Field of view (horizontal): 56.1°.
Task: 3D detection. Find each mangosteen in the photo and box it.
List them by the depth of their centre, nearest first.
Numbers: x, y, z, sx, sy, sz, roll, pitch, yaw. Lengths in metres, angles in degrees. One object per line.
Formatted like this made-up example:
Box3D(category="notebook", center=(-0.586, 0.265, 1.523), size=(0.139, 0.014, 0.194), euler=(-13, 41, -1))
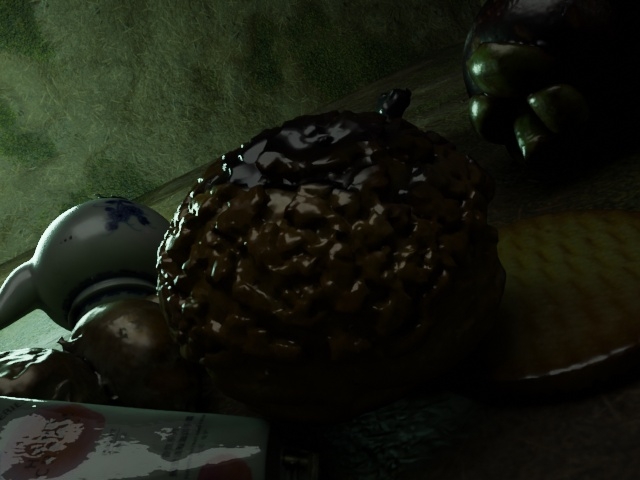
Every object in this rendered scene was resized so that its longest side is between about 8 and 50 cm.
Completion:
Box3D(category="mangosteen", center=(0.364, -0.260, 0.948), size=(0.307, 0.307, 0.347), euler=(1, 47, 52))

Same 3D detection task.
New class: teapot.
Box3D(category="teapot", center=(-0.340, 0.074, 1.005), size=(0.423, 0.252, 0.280), euler=(-7, 47, -22))

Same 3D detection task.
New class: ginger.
Box3D(category="ginger", center=(-0.266, 0.184, 0.697), size=(0.256, 0.176, 0.375), euler=(13, 35, 33))

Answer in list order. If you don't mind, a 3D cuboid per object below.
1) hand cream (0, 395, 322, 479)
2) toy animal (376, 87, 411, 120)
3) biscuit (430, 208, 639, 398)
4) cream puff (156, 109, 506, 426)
Box3D(category="hand cream", center=(-0.168, 0.189, 0.523), size=(0.340, 0.078, 0.124), euler=(3, 38, 1))
Box3D(category="toy animal", center=(0.100, -0.106, 1.018), size=(0.106, 0.168, 0.343), euler=(-11, 37, 39))
Box3D(category="biscuit", center=(0.229, 0.054, 0.627), size=(0.317, 0.040, 0.318), euler=(-22, 20, 8))
Box3D(category="cream puff", center=(0.000, 0.000, 0.578), size=(0.327, 0.231, 0.343), euler=(-27, 34, -13))
